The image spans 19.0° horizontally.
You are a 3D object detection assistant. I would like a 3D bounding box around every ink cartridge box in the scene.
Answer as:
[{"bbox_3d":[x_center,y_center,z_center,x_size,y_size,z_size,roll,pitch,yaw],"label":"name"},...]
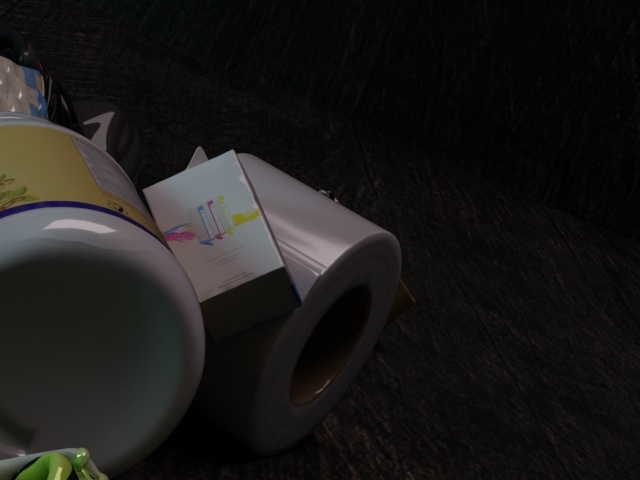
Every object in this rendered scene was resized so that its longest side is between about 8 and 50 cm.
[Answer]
[{"bbox_3d":[-0.088,-0.002,1.677,0.092,0.090,0.143,67,-1,-64],"label":"ink cartridge box"}]

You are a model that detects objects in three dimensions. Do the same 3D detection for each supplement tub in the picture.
[{"bbox_3d":[-0.246,0.037,1.599,0.241,0.241,0.331,18,14,-24],"label":"supplement tub"}]

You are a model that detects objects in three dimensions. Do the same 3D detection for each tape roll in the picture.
[{"bbox_3d":[-0.057,0.061,1.831,0.169,0.246,0.246,31,15,21],"label":"tape roll"}]

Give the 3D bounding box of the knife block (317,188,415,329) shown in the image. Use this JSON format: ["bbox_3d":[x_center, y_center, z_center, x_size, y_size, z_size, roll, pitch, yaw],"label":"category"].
[{"bbox_3d":[0.000,0.000,2.269,0.275,0.088,0.242,43,-10,51],"label":"knife block"}]

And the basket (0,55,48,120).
[{"bbox_3d":[-0.406,-0.093,1.842,0.289,0.201,0.255,19,39,-33],"label":"basket"}]

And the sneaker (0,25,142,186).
[{"bbox_3d":[-0.341,-0.134,2.169,0.185,0.202,0.483,31,15,23],"label":"sneaker"}]

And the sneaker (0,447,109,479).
[{"bbox_3d":[-0.149,0.225,1.252,0.384,0.147,0.145,19,13,-26],"label":"sneaker"}]
